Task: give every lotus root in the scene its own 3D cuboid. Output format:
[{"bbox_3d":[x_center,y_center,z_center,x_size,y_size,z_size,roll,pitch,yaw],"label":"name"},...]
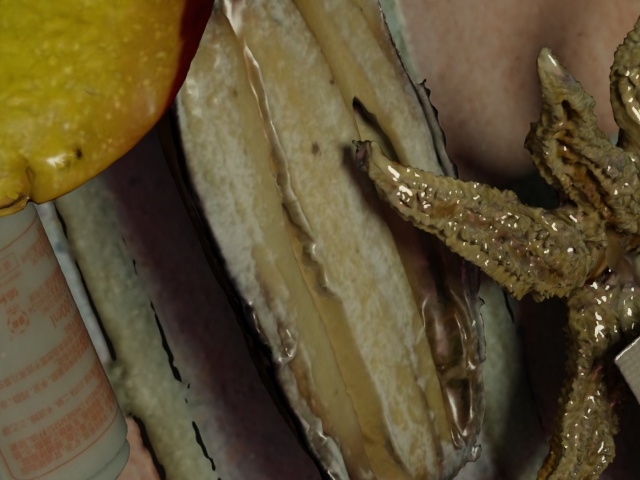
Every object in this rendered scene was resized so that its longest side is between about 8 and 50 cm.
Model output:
[{"bbox_3d":[0.000,0.001,0.924,0.167,0.078,0.329,-34,117,-32],"label":"lotus root"}]

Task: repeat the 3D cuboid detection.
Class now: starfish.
[{"bbox_3d":[0.135,-0.003,0.938,0.301,0.084,0.293,-40,132,-11],"label":"starfish"}]

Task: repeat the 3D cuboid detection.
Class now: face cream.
[{"bbox_3d":[-0.150,0.094,0.877,0.101,0.101,0.252,-26,111,-14],"label":"face cream"}]

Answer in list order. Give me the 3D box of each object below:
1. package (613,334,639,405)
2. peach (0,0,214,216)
[{"bbox_3d":[0.279,0.088,1.019,0.204,0.062,0.251,-43,135,-15],"label":"package"},{"bbox_3d":[-0.179,-0.141,0.735,0.274,0.248,0.245,10,59,-17],"label":"peach"}]
